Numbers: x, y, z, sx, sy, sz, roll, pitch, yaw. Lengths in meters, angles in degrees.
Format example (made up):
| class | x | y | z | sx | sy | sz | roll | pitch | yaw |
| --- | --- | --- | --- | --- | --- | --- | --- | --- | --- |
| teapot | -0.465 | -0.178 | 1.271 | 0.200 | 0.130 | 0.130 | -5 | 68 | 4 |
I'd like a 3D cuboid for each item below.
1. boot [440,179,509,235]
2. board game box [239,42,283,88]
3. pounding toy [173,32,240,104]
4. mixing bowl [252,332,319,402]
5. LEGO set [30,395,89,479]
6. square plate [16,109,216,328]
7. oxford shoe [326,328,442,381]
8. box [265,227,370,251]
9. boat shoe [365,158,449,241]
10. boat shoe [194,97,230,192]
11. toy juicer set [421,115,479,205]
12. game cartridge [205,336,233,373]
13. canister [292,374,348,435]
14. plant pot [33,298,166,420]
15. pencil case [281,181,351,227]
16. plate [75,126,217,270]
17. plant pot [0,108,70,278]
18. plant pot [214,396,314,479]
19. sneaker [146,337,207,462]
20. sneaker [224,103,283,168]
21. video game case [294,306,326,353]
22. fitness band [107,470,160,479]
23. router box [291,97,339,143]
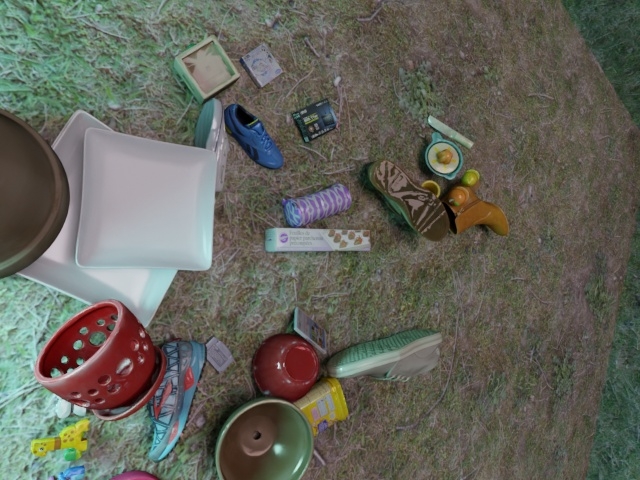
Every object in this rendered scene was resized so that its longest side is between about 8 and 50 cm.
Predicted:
| class | x | y | z | sx | sy | sz | roll | pitch | yaw |
| --- | --- | --- | --- | --- | --- | --- | --- | --- | --- |
| boot | 0.558 | -0.079 | 1.644 | 0.211 | 0.104 | 0.295 | -43 | 105 | -23 |
| board game box | -0.159 | -0.473 | 1.211 | 0.090 | 0.020 | 0.090 | -46 | 111 | -28 |
| pounding toy | -0.280 | -0.429 | 1.091 | 0.130 | 0.100 | 0.141 | -39 | 106 | -15 |
| mixing bowl | -0.071 | 0.318 | 1.142 | 0.181 | 0.098 | 0.182 | 12 | 64 | -25 |
| LEGO set | -0.510 | 0.410 | 0.866 | 0.093 | 0.087 | 0.227 | 7 | 82 | -35 |
| square plate | -0.446 | -0.036 | 0.955 | 0.347 | 0.049 | 0.344 | 35 | 69 | -31 |
| oxford shoe | 0.211 | 0.361 | 1.328 | 0.449 | 0.169 | 0.130 | -2 | 90 | -40 |
| box | 0.000 | 0.000 | 1.263 | 0.324 | 0.067 | 0.063 | 1 | 86 | -36 |
| boat shoe | 0.271 | -0.130 | 1.424 | 0.342 | 0.123 | 0.123 | 38 | 91 | -17 |
| boat shoe | -0.262 | -0.228 | 1.098 | 0.075 | 0.083 | 0.226 | 9 | 93 | -44 |
| toy juicer set | 0.458 | -0.274 | 1.540 | 0.209 | 0.089 | 0.329 | 12 | 77 | -5 |
| game cartridge | -0.253 | 0.279 | 1.097 | 0.056 | 0.017 | 0.083 | -43 | 110 | -25 |
| canister | -0.019 | 0.461 | 1.212 | 0.169 | 0.073 | 0.126 | -20 | 97 | -33 |
| plant pot | -0.416 | 0.238 | 0.878 | 0.191 | 0.191 | 0.174 | -51 | 133 | -26 |
| pencil case | -0.009 | -0.101 | 1.256 | 0.206 | 0.086 | 0.088 | -19 | 64 | -35 |
| plate | -0.364 | -0.077 | 0.958 | 0.278 | 0.045 | 0.277 | 4 | 86 | -36 |
| plant pot | -0.592 | -0.099 | 0.685 | 0.323 | 0.280 | 0.323 | 3 | 81 | -18 |
| plant pot | -0.144 | 0.491 | 1.088 | 0.237 | 0.109 | 0.238 | 1 | 88 | -23 |
| sneaker | -0.346 | 0.347 | 0.995 | 0.125 | 0.104 | 0.262 | 19 | 71 | -14 |
| sneaker | -0.165 | -0.266 | 1.158 | 0.209 | 0.082 | 0.069 | 45 | 62 | -26 |
| video game case | -0.027 | 0.246 | 1.225 | 0.122 | 0.011 | 0.087 | 44 | 21 | -24 |
| fitness band | -0.412 | 0.642 | 0.943 | 0.209 | 0.054 | 0.291 | -8 | 92 | -38 |
| router box | -0.012 | -0.347 | 1.294 | 0.122 | 0.038 | 0.092 | -34 | 105 | -31 |
